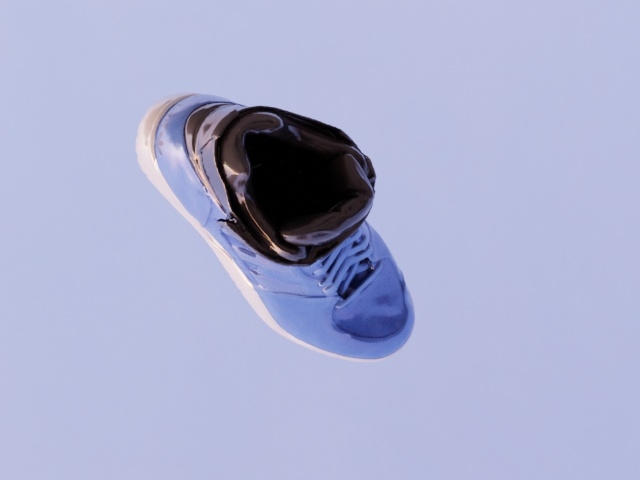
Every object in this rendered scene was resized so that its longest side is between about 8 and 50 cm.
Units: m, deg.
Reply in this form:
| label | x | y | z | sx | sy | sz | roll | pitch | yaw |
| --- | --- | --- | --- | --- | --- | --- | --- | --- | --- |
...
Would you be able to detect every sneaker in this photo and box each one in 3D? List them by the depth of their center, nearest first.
| label | x | y | z | sx | sy | sz | roll | pitch | yaw |
| --- | --- | --- | --- | --- | --- | --- | --- | --- | --- |
| sneaker | -0.001 | 0.001 | 0.726 | 0.058 | 0.152 | 0.084 | -50 | -152 | -16 |
